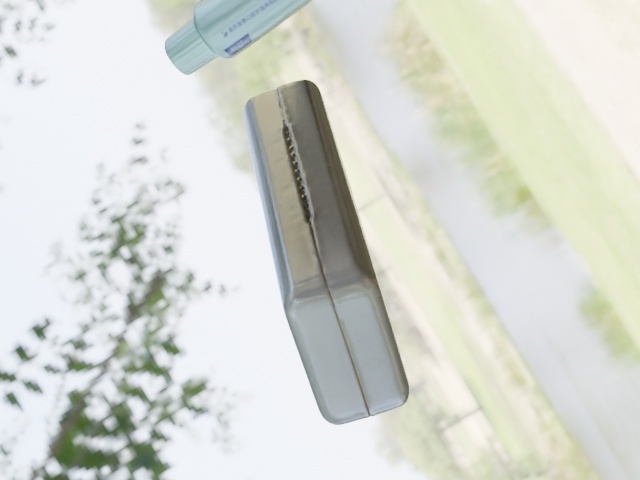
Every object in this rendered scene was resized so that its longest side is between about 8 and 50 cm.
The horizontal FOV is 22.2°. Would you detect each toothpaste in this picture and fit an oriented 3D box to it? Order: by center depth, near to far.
[{"bbox_3d":[0.011,-0.210,1.168,0.048,0.297,0.075,49,-158,-23],"label":"toothpaste"}]

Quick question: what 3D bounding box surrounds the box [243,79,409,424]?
[{"bbox_3d":[0.000,0.000,0.984,0.243,0.055,0.103,-105,-3,-57],"label":"box"}]
